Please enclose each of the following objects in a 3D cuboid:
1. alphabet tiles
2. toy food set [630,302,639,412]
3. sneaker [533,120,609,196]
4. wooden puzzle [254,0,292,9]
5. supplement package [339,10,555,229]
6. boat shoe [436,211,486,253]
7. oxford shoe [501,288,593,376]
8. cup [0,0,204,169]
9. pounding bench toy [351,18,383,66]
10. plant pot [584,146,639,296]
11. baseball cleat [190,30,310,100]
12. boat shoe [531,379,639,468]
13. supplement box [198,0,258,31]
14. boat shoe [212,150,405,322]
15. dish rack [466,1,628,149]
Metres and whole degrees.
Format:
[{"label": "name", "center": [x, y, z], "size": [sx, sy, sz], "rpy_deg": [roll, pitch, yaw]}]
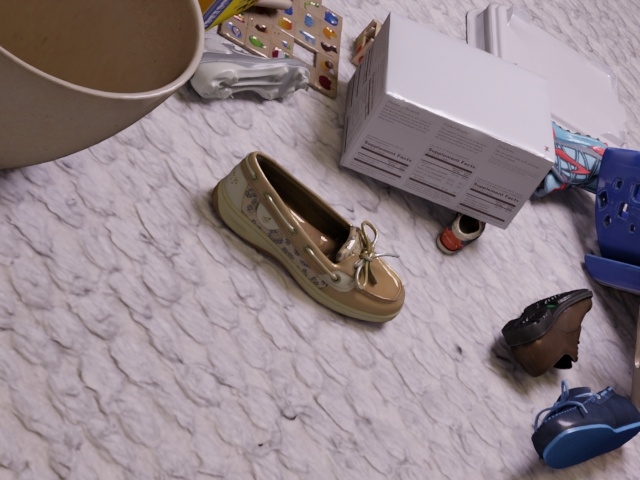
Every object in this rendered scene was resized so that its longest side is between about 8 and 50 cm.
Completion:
[{"label": "alphabet tiles", "center": [-0.053, -0.330, 2.037], "size": [0.198, 0.009, 0.237], "rpy_deg": [27, 40, -21]}, {"label": "toy food set", "center": [0.581, 0.121, 1.964], "size": [0.306, 0.220, 0.092], "rpy_deg": [-12, 27, -22]}, {"label": "sneaker", "center": [0.364, -0.111, 2.174], "size": [0.262, 0.104, 0.125], "rpy_deg": [24, 59, -19]}, {"label": "wooden puzzle", "center": [-0.211, -0.486, 1.966], "size": [0.322, 0.080, 0.348], "rpy_deg": [0, 56, -40]}, {"label": "supplement package", "center": [0.180, -0.171, 1.954], "size": [0.262, 0.145, 0.204], "rpy_deg": [21, 40, -14]}, {"label": "boat shoe", "center": [0.211, -0.024, 1.971], "size": [0.049, 0.043, 0.137], "rpy_deg": [46, 36, 5]}, {"label": "oxford shoe", "center": [0.326, 0.130, 1.923], "size": [0.227, 0.083, 0.096], "rpy_deg": [-29, 97, -51]}, {"label": "cup", "center": [-0.326, -0.212, 1.486], "size": [0.331, 0.237, 0.331], "rpy_deg": [25, 42, -25]}, {"label": "pounding bench toy", "center": [0.093, -0.297, 2.078], "size": [0.052, 0.083, 0.065], "rpy_deg": [31, 39, -19]}, {"label": "plant pot", "center": [0.555, -0.003, 2.095], "size": [0.236, 0.236, 0.212], "rpy_deg": [17, 89, -33]}, {"label": "baseball cleat", "center": [-0.103, -0.241, 1.858], "size": [0.206, 0.072, 0.109], "rpy_deg": [-7, 54, -50]}, {"label": "boat shoe", "center": [0.336, 0.241, 1.817], "size": [0.089, 0.109, 0.258], "rpy_deg": [55, 21, 23]}, {"label": "supplement box", "center": [-0.192, -0.469, 1.773], "size": [0.356, 0.194, 0.195], "rpy_deg": [50, 42, 0]}, {"label": "boat shoe", "center": [0.000, 0.000, 1.713], "size": [0.285, 0.089, 0.104], "rpy_deg": [34, 38, -15]}, {"label": "dish rack", "center": [0.401, -0.265, 2.350], "size": [0.333, 0.072, 0.285], "rpy_deg": [28, 40, -23]}]
